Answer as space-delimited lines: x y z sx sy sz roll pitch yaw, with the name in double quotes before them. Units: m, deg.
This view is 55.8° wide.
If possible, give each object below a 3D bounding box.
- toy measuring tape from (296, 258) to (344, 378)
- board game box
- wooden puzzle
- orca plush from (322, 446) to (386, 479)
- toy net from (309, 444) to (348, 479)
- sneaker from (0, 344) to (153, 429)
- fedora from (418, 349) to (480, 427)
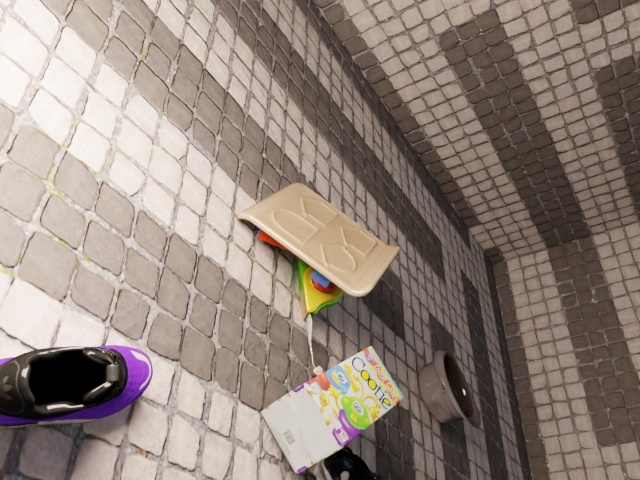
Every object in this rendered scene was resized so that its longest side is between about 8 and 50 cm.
"toy measuring tape" 0.014 0.167 1.479 0.121 0.121 0.329 28 48 -55
"board game box" 0.034 0.350 1.287 0.144 0.142 0.275 57 31 12
"wooden puzzle" 0.000 0.000 1.471 0.348 0.080 0.322 32 26 8
"orca plush" 0.099 0.562 1.341 0.151 0.102 0.287 -55 132 -58
"toy net" 0.016 0.462 1.372 0.232 0.045 0.122 -63 139 -54
"sneaker" -0.306 0.188 0.800 0.293 0.146 0.102 7 66 -62
"fedora" 0.417 0.513 2.030 0.244 0.124 0.275 3 61 -65
